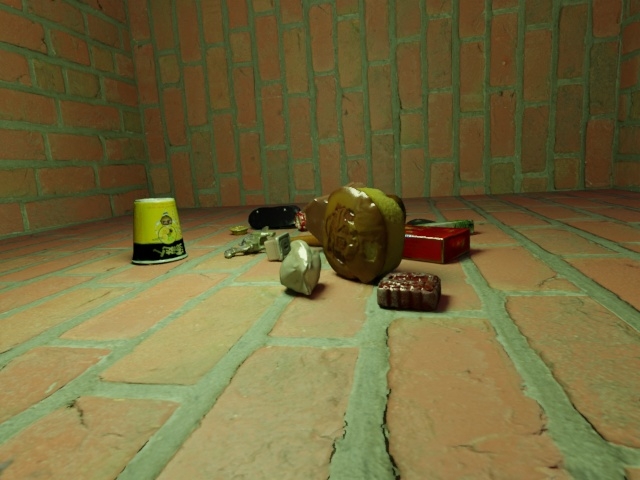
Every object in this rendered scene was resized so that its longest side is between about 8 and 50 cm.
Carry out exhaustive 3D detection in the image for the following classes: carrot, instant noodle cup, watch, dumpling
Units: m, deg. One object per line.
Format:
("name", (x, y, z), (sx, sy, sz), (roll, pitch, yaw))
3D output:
("carrot", (0.000, 0.000, 1.630), (0.335, 0.069, 0.069), (-4, 9, 30))
("instant noodle cup", (-0.627, -0.041, 1.579), (0.215, 0.237, 0.215), (-2, 8, 0))
("watch", (0.000, -0.116, 2.092), (0.268, 0.102, 0.164), (-11, -9, -33))
("dumpling", (-0.049, 0.067, 1.074), (0.118, 0.136, 0.199), (1, 19, -16))

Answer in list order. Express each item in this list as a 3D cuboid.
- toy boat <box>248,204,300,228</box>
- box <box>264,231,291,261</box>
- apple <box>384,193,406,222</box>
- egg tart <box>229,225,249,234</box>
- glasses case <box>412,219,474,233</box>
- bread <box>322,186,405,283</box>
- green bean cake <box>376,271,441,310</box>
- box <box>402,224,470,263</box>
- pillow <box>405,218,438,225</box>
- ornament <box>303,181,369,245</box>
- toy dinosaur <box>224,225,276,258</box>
("toy boat", (-0.243, -0.110, 2.226), (0.298, 0.135, 0.092), (-2, -27, 19))
("box", (-0.149, 0.025, 1.464), (0.062, 0.090, 0.122), (-12, 7, 17))
("apple", (0.238, -0.111, 1.722), (0.236, 0.208, 0.237), (-1, 11, 0))
("egg tart", (-0.413, -0.051, 2.085), (0.104, 0.039, 0.105), (-4, 10, 1))
("glasses case", (0.483, -0.041, 1.663), (0.271, 0.062, 0.095), (-7, 5, -19))
("bread", (0.110, -0.018, 1.136), (0.147, 0.270, 0.269), (-10, 12, -37))
("green bean cake", (0.204, 0.112, 0.938), (0.135, 0.057, 0.135), (-1, 11, 21))
("box", (0.322, 0.003, 1.407), (0.313, 0.089, 0.197), (5, 15, 43))
("pillow", (0.462, -0.074, 1.880), (0.090, 0.048, 0.150), (-7, 13, -32))
("ornament", (0.093, -0.090, 1.487), (0.217, 0.221, 0.235), (-33, 6, -36))
("toy dinosaur", (-0.254, 0.004, 1.625), (0.162, 0.077, 0.294), (2, 13, 30))
